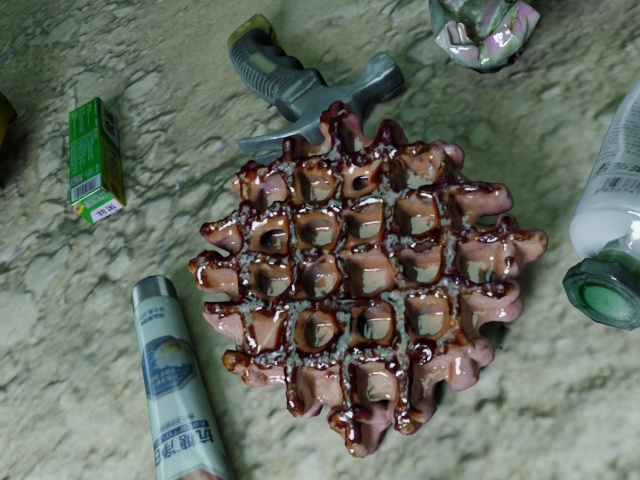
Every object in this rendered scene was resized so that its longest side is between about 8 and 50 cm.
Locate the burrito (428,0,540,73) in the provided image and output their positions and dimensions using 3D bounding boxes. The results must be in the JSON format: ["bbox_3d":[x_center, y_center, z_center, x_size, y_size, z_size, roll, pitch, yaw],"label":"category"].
[{"bbox_3d":[0.144,-0.266,0.707,0.096,0.066,0.309,-15,46,16],"label":"burrito"}]

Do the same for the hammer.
[{"bbox_3d":[-0.036,-0.160,0.742,0.159,0.041,0.226,-36,44,-4],"label":"hammer"}]

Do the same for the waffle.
[{"bbox_3d":[0.021,0.014,0.513,0.234,0.055,0.221,37,83,24],"label":"waffle"}]

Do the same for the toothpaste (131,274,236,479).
[{"bbox_3d":[-0.105,0.119,0.544,0.062,0.039,0.239,-25,46,0],"label":"toothpaste"}]

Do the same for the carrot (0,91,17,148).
[{"bbox_3d":[-0.506,-0.148,0.884,0.241,0.340,0.241,-27,14,7],"label":"carrot"}]

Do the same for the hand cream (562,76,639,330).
[{"bbox_3d":[0.258,-0.081,0.493,0.121,0.076,0.336,20,59,35],"label":"hand cream"}]

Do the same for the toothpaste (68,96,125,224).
[{"bbox_3d":[-0.245,-0.092,0.809,0.043,0.037,0.178,-30,44,9],"label":"toothpaste"}]
